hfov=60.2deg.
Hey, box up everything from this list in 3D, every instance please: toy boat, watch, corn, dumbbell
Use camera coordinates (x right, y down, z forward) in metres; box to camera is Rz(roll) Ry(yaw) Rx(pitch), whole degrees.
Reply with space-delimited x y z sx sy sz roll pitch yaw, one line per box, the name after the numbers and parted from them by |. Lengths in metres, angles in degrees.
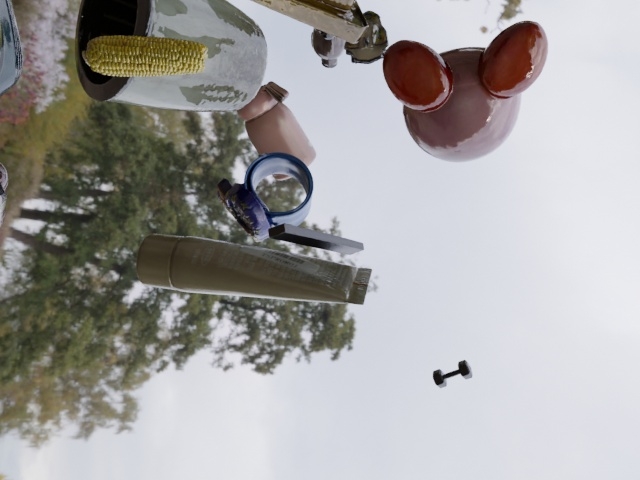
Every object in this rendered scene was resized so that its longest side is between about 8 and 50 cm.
0.093 -0.415 1.104 0.084 0.066 0.210 -8 -138 12 | toy boat
-0.120 -0.111 1.317 0.196 0.200 0.171 54 -14 4 | watch
-0.295 -0.311 0.937 0.067 0.206 0.067 180 -90 -83 | corn
-0.515 -0.343 0.810 0.114 0.122 0.296 39 -46 38 | toy boat
0.282 0.285 1.180 0.083 0.040 0.036 -26 -135 20 | dumbbell

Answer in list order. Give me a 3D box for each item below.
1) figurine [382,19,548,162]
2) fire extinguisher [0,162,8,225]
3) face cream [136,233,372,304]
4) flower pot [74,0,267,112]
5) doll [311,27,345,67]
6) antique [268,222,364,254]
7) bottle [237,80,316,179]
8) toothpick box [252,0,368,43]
0.258 -0.251 1.020 0.261 0.269 0.211 -33 118 -81 | figurine
-0.780 -0.108 1.292 0.138 0.102 0.344 56 -38 1 | fire extinguisher
-0.098 0.047 0.820 0.137 0.341 0.084 -58 153 -71 | face cream
-0.295 -0.408 1.161 0.293 0.330 0.294 -2 -93 44 | flower pot
0.031 -0.628 1.644 0.257 0.117 0.182 105 -12 -70 | doll
0.000 0.000 0.789 0.031 0.192 0.015 -20 -109 33 | antique
-0.140 -0.366 1.817 0.206 0.297 0.173 -11 -150 40 | bottle
0.013 -0.400 0.544 0.308 0.190 0.187 -57 -147 38 | toothpick box
